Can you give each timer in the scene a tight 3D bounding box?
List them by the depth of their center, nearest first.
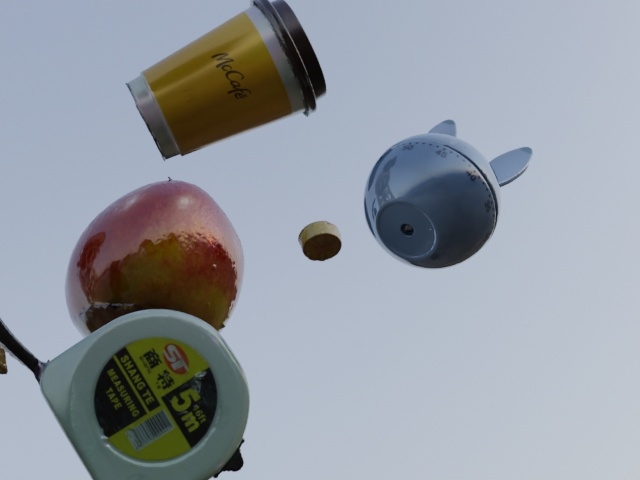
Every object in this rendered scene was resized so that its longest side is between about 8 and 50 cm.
[{"bbox_3d":[0.147,-0.052,1.169,0.175,0.175,0.255,-41,-8,23],"label":"timer"}]

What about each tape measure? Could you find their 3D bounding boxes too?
[{"bbox_3d":[-0.223,0.128,1.064,0.215,0.351,0.098,-32,-6,-13],"label":"tape measure"}]

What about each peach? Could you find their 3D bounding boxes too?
[{"bbox_3d":[-0.322,0.060,1.918,0.370,0.370,0.370,-17,-35,-12],"label":"peach"}]

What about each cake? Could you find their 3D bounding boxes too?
[{"bbox_3d":[0.000,0.000,1.877,0.084,0.044,0.084,-7,-46,-7],"label":"cake"}]

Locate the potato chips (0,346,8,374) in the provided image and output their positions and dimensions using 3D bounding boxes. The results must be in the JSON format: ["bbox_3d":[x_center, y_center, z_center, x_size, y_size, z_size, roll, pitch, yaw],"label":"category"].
[{"bbox_3d":[-0.610,0.045,1.530,0.057,0.080,0.407,-16,-62,32],"label":"potato chips"}]

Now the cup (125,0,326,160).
[{"bbox_3d":[-0.140,-0.238,1.475,0.280,0.196,0.196,-26,-34,-6],"label":"cup"}]
